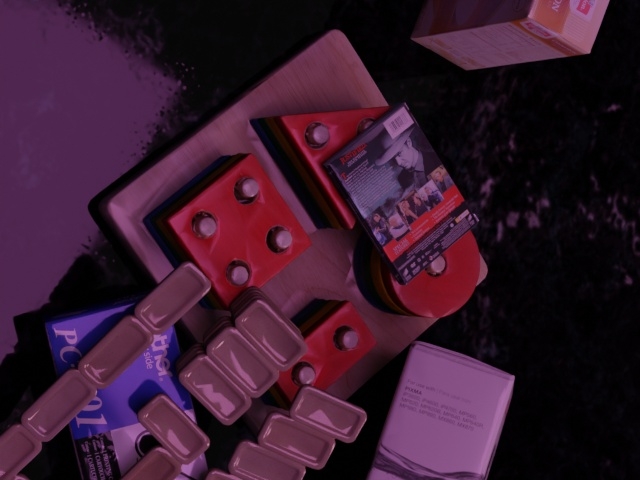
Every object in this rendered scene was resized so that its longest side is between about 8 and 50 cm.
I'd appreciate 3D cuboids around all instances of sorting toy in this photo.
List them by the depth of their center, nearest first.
[{"bbox_3d":[0.000,0.000,1.392,0.255,0.089,0.257,-39,107,-21],"label":"sorting toy"}]

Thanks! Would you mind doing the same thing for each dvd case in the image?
[{"bbox_3d":[0.065,-0.037,1.366,0.087,0.013,0.119,-40,109,-21],"label":"dvd case"}]

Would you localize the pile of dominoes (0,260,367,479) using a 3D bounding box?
[{"bbox_3d":[-0.114,0.149,1.307,0.251,0.040,0.196,-43,107,3],"label":"pile of dominoes"}]

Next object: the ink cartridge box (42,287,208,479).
[{"bbox_3d":[-0.146,0.148,1.334,0.097,0.046,0.207,-14,98,-11],"label":"ink cartridge box"}]

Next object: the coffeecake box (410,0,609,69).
[{"bbox_3d":[0.169,-0.224,1.418,0.068,0.185,0.142,26,79,-25],"label":"coffeecake box"}]

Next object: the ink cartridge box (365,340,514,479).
[{"bbox_3d":[0.085,0.203,1.392,0.092,0.158,0.218,16,82,8],"label":"ink cartridge box"}]
